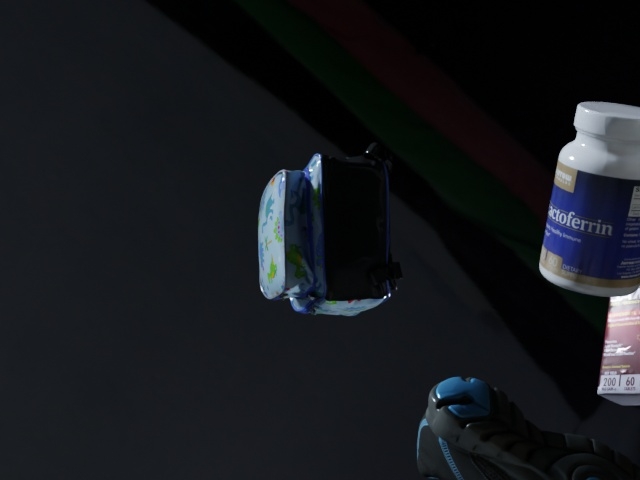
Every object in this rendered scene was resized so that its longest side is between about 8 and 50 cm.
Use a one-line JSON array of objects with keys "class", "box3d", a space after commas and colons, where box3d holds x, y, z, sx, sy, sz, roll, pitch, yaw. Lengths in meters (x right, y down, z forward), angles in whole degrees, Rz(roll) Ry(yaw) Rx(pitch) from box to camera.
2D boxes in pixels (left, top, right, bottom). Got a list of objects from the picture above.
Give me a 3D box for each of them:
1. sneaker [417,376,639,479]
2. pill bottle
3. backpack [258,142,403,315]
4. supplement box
[{"class": "sneaker", "box3d": [0.270, 0.301, 1.102, 0.341, 0.125, 0.139, 32, -54, 23]}, {"class": "pill bottle", "box3d": [0.419, -0.063, 1.347, 0.153, 0.153, 0.264, 22, -66, 42]}, {"class": "backpack", "box3d": [0.000, 0.000, 0.623, 0.084, 0.105, 0.114, 0, -15, -11]}, {"class": "supplement box", "box3d": [0.542, 0.146, 1.499, 0.073, 0.239, 0.130, 26, -23, -30]}]
